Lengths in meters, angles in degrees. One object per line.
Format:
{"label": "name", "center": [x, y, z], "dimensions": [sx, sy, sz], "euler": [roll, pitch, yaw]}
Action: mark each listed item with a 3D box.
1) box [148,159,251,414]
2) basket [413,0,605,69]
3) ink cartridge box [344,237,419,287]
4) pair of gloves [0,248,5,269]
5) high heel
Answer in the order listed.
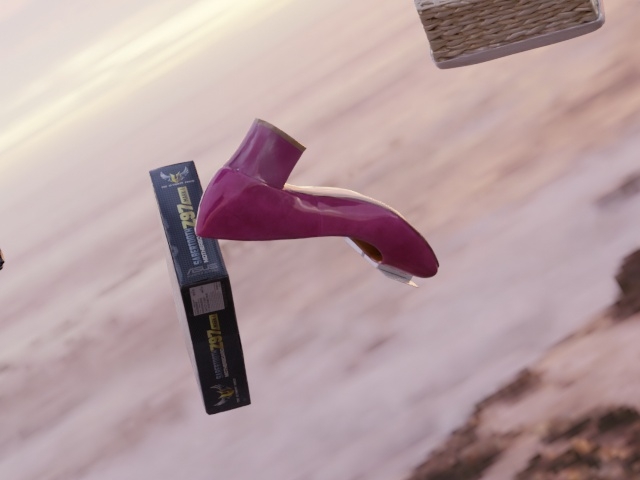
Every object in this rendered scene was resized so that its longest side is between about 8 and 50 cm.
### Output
{"label": "box", "center": [-0.135, 0.055, 2.076], "dimensions": [0.059, 0.233, 0.183], "euler": [-13, 49, -7]}
{"label": "basket", "center": [0.167, -0.245, 1.708], "dimensions": [0.167, 0.113, 0.103], "euler": [-13, -30, 13]}
{"label": "ink cartridge box", "center": [0.066, 0.012, 1.817], "dimensions": [0.083, 0.048, 0.028], "euler": [42, 108, 50]}
{"label": "pair of gloves", "center": [-0.403, 0.029, 2.119], "dimensions": [0.083, 0.010, 0.074], "euler": [-31, 48, -7]}
{"label": "high heel", "center": [0.000, 0.000, 1.652], "dimensions": [0.082, 0.244, 0.117], "euler": [20, 77, 54]}
